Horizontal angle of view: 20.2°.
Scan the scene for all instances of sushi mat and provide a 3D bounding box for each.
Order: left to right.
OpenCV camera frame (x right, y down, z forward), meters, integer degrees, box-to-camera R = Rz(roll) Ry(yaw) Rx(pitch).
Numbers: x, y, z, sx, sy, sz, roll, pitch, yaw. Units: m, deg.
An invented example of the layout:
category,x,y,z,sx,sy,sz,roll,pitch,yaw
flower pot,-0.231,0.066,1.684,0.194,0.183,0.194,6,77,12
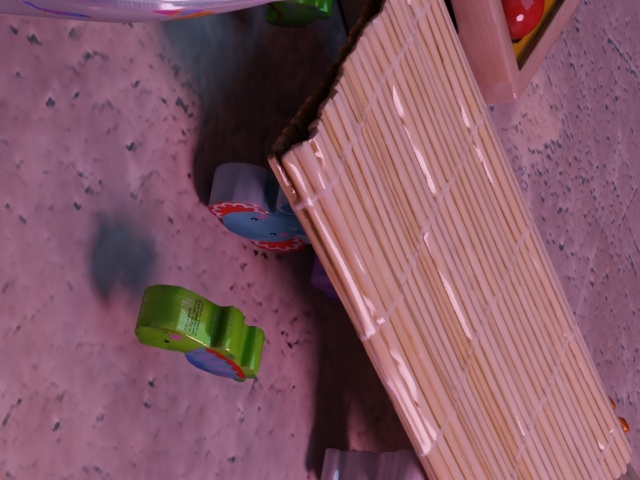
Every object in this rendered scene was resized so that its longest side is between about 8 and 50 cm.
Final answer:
category,x,y,z,sx,sy,sz,roll,pitch,yaw
sushi mat,0.069,0.038,0.769,0.316,0.019,0.151,63,36,-34

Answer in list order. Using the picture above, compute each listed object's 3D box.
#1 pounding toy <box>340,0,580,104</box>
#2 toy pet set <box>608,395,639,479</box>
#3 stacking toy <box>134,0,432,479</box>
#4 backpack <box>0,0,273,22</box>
category,x,y,z,sx,sy,sz,roll,pitch,yaw
pounding toy,0.066,-0.141,0.791,0.130,0.100,0.141,-55,135,-48
toy pet set,0.125,0.117,0.960,0.114,0.065,0.122,59,17,21
stacking toy,0.000,0.000,0.724,0.221,0.052,0.167,41,52,-52
backpack,-0.053,-0.130,0.478,0.166,0.188,0.144,-19,105,-61
